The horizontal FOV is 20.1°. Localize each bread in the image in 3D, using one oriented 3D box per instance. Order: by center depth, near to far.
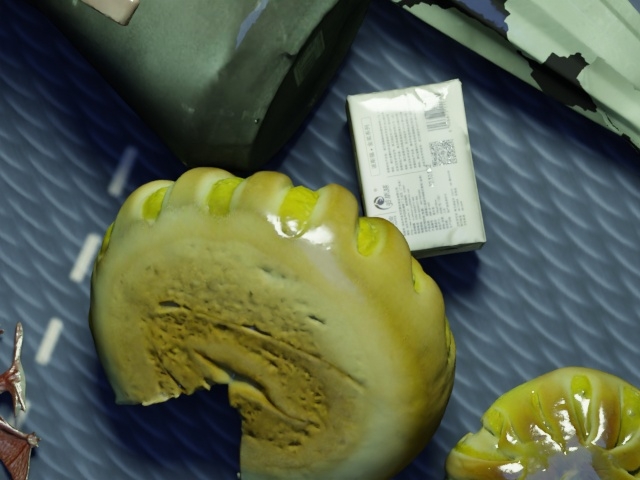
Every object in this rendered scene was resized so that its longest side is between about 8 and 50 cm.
[{"bbox_3d":[-0.035,0.067,1.557,0.333,0.160,0.333,13,124,19],"label":"bread"},{"bbox_3d":[0.218,0.218,1.597,0.213,0.105,0.213,0,86,-1],"label":"bread"}]

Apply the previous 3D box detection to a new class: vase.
[{"bbox_3d":[0.206,-0.199,1.619,0.360,0.165,0.165,39,86,0],"label":"vase"}]

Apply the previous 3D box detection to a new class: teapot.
[{"bbox_3d":[-0.154,-0.229,1.558,0.344,0.300,0.253,31,104,8],"label":"teapot"}]

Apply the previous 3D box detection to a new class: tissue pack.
[{"bbox_3d":[0.085,-0.059,1.627,0.106,0.099,0.148,-8,84,0],"label":"tissue pack"}]

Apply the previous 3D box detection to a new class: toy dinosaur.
[{"bbox_3d":[-0.312,0.139,1.652,0.108,0.032,0.220,-20,82,2],"label":"toy dinosaur"}]
